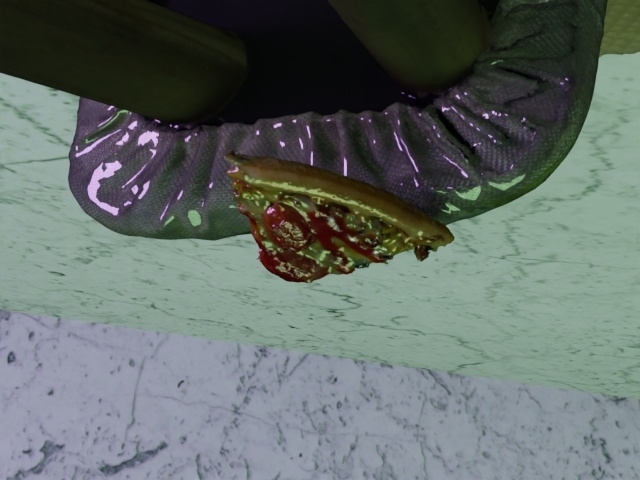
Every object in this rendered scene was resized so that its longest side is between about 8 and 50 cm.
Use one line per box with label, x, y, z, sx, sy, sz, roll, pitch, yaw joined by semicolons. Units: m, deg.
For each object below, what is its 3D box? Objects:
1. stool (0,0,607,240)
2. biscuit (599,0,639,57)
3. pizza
stool;-0.033;-0.180;0.628;0.310;0.310;0.226;-5;154;31
biscuit;0.295;-0.192;0.840;0.426;0.078;0.144;-4;162;37
pizza;0.010;-0.003;0.591;0.099;0.029;0.100;7;155;12
